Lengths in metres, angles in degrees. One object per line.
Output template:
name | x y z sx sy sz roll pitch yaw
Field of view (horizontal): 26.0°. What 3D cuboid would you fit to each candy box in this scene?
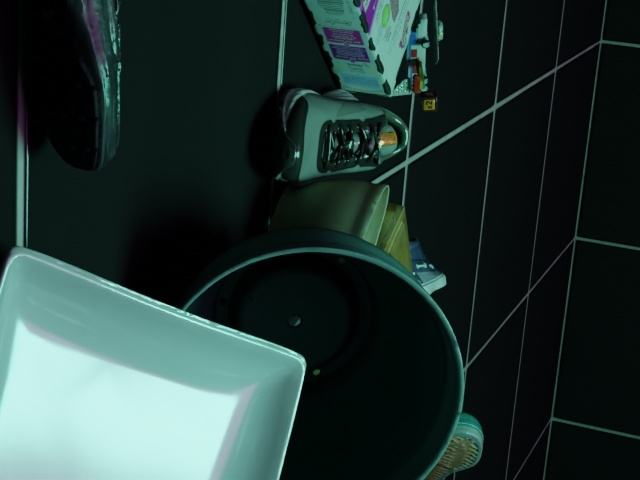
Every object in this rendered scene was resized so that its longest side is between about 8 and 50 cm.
candy box | 0.049 -0.294 1.600 0.233 0.071 0.159 62 42 -60

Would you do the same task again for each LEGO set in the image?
LEGO set | 0.122 -0.283 1.794 0.182 0.060 0.244 122 -34 -90

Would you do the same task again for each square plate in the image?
square plate | -0.175 0.217 1.125 0.344 0.049 0.347 26 74 -45

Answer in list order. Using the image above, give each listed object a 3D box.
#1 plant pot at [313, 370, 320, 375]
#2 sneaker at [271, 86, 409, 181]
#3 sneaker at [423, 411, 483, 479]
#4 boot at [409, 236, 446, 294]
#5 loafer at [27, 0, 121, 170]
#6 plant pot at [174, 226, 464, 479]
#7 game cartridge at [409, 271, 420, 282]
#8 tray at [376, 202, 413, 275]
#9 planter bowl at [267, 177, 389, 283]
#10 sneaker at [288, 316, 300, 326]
plant pot | -0.013 0.175 1.657 0.083 0.079 0.083 10 90 -70
sneaker | 0.021 -0.120 1.563 0.271 0.108 0.100 -26 126 -65
sneaker | 0.173 0.298 2.130 0.302 0.108 0.121 121 -23 -63
boot | 0.142 0.034 2.041 0.190 0.069 0.086 -25 105 -80
loafer | -0.178 -0.160 1.033 0.078 0.076 0.223 -41 134 -49
plant pot | -0.020 0.108 1.370 0.196 0.293 0.293 -103 -165 -68
game cartridge | 0.100 0.189 1.807 0.294 0.060 0.196 68 34 -56
tray | 0.074 0.160 1.903 0.411 0.076 0.203 78 30 -46
planter bowl | 0.000 0.000 1.535 0.162 0.109 0.162 18 90 -82
sneaker | -0.014 0.181 1.547 0.101 0.153 0.268 66 39 -59
